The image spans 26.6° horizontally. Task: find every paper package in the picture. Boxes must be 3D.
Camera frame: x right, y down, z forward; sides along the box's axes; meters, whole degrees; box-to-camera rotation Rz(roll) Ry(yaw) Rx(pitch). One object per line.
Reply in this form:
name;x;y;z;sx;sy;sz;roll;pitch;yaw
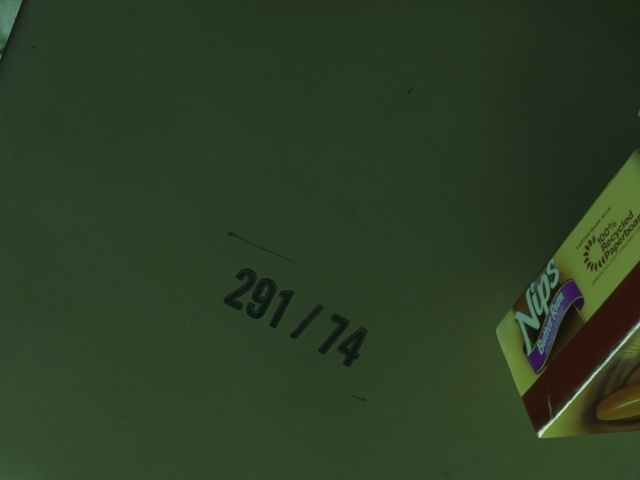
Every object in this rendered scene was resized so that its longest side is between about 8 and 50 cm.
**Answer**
paper package;0.000;0.000;0.621;0.324;0.310;0.168;23;-175;-6

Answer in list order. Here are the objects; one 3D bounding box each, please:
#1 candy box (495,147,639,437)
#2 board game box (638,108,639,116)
candy box;0.173;0.021;0.497;0.186;0.109;0.053;-1;-126;-25
board game box;0.255;0.014;0.302;0.336;0.079;0.254;33;180;4
